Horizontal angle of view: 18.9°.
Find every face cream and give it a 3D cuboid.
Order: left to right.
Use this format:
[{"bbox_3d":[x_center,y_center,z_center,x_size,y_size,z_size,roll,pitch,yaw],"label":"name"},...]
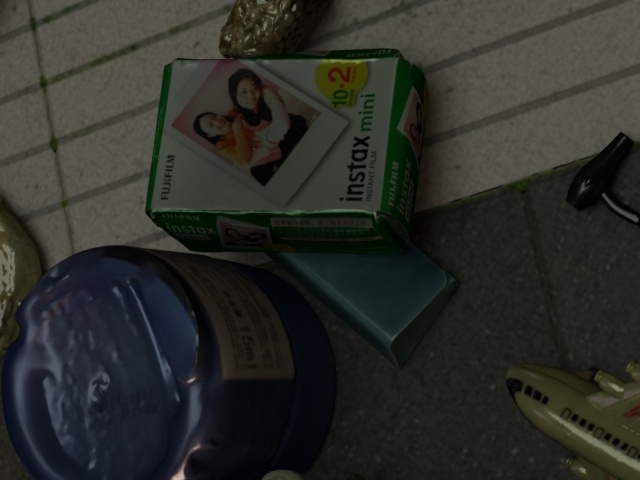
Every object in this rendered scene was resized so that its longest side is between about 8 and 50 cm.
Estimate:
[{"bbox_3d":[-0.144,0.132,1.783,0.249,0.225,0.249,-5,81,30],"label":"face cream"}]

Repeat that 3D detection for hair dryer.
[{"bbox_3d":[0.267,-0.043,1.689,0.083,0.031,0.079,41,96,13],"label":"hair dryer"}]

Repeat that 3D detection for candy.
[{"bbox_3d":[-0.045,-0.215,1.842,0.085,0.095,0.110,29,103,25],"label":"candy"}]

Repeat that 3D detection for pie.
[{"bbox_3d":[-0.387,0.030,2.031,0.218,0.052,0.185,5,88,32],"label":"pie"}]

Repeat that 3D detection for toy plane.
[{"bbox_3d":[0.263,0.174,1.605,0.256,0.104,0.242,41,134,36],"label":"toy plane"}]

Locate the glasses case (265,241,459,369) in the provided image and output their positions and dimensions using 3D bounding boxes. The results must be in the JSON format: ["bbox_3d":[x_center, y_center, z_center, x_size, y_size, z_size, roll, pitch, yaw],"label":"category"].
[{"bbox_3d":[0.000,0.000,1.813,0.266,0.056,0.105,40,104,27],"label":"glasses case"}]

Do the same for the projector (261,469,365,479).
[{"bbox_3d":[0.021,0.317,1.664,0.163,0.177,0.242,-55,40,13],"label":"projector"}]

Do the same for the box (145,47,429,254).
[{"bbox_3d":[-0.028,-0.081,1.773,0.250,0.103,0.180,-1,70,19],"label":"box"}]
